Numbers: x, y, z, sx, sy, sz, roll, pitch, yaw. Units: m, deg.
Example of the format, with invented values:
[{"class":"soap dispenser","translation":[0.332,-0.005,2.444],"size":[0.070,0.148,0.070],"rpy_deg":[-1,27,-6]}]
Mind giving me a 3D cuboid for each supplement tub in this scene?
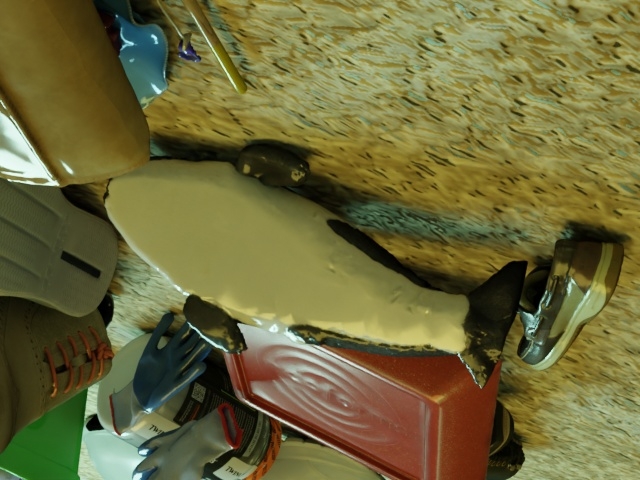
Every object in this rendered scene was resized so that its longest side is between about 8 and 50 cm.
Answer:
[{"class":"supplement tub","translation":[-0.135,0.187,1.252],"size":[0.117,0.117,0.190],"rpy_deg":[-4,148,43]}]

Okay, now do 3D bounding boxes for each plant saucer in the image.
[{"class":"plant saucer","translation":[-0.183,0.382,1.754],"size":[0.400,0.100,0.400],"rpy_deg":[16,158,7]},{"class":"plant saucer","translation":[0.015,0.114,0.960],"size":[0.258,0.048,0.259],"rpy_deg":[24,152,19]}]

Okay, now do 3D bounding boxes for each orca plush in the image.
[{"class":"orca plush","translation":[0.000,0.000,0.810],"size":[0.287,0.102,0.151],"rpy_deg":[7,110,17]}]

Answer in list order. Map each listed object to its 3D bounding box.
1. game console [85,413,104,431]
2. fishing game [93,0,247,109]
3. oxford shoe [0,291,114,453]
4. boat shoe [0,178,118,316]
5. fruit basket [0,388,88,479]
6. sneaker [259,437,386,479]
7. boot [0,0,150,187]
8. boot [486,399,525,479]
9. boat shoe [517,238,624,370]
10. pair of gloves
[{"class":"game console","translation":[-0.203,0.213,1.417],"size":[0.122,0.107,0.071],"rpy_deg":[-17,111,46]},{"class":"fishing game","translation":[-0.178,-0.124,0.685],"size":[0.264,0.041,0.189],"rpy_deg":[10,153,21]},{"class":"oxford shoe","translation":[-0.242,0.090,0.997],"size":[0.130,0.123,0.348],"rpy_deg":[3,-163,-5]},{"class":"boat shoe","translation":[-0.257,-0.016,0.863],"size":[0.119,0.121,0.335],"rpy_deg":[13,163,12]},{"class":"fruit basket","translation":[-0.497,0.257,1.375],"size":[0.283,0.392,0.392],"rpy_deg":[-8,146,46]},{"class":"sneaker","translation":[-0.067,0.298,1.414],"size":[0.297,0.129,0.111],"rpy_deg":[6,161,4]},{"class":"boot","translation":[-0.123,-0.120,0.557],"size":[0.236,0.089,0.269],"rpy_deg":[15,152,16]},{"class":"boot","translation":[0.161,0.191,1.120],"size":[0.137,0.077,0.198],"rpy_deg":[14,162,-22]},{"class":"boat shoe","translation":[0.156,0.038,0.783],"size":[0.049,0.056,0.152],"rpy_deg":[23,148,3]},{"class":"pair of gloves","translation":[-0.140,0.164,1.104],"size":[0.023,0.198,0.159],"rpy_deg":[22,126,-40]}]
